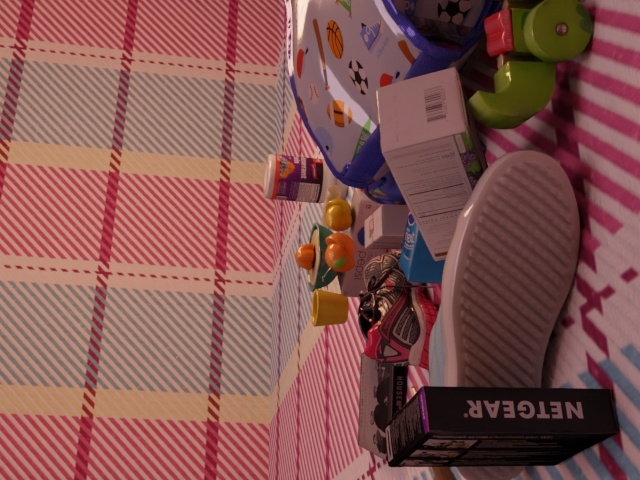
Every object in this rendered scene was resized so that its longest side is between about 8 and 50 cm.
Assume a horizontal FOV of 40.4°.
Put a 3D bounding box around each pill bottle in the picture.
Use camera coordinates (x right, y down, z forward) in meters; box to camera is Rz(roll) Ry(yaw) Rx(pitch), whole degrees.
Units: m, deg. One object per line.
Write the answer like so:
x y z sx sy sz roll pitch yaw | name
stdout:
-0.035 -0.145 2.083 0.108 0.193 0.108 -176 90 -80 | pill bottle

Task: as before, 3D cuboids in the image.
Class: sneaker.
0.108 0.096 1.379 0.299 0.112 0.121 -109 25 -68 | sneaker
0.172 0.071 0.939 0.150 0.135 0.366 -124 39 -67 | sneaker

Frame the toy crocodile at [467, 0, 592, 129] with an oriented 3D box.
0.219 -0.285 0.908 0.115 0.105 0.341 -154 69 -80 | toy crocodile

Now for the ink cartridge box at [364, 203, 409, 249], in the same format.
0.126 -0.020 1.392 0.122 0.088 0.052 136 135 -76 | ink cartridge box

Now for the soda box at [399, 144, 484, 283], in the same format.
0.166 -0.046 1.214 0.067 0.071 0.210 -107 23 -64 | soda box

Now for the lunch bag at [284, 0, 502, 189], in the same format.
0.096 -0.305 1.193 0.328 0.239 0.385 123 150 -56 | lunch bag

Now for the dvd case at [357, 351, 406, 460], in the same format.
0.107 0.289 1.547 0.238 0.029 0.179 146 128 -79 | dvd case

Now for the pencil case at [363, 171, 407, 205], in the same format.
0.117 -0.206 1.405 0.119 0.133 0.306 136 138 -55 | pencil case

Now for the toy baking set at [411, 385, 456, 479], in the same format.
0.147 0.292 0.977 0.197 0.030 0.256 69 178 -84 | toy baking set

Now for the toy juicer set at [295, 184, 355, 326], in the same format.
0.000 0.000 1.676 0.329 0.089 0.209 -102 18 -60 | toy juicer set

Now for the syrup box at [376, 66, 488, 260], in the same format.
0.143 -0.079 1.005 0.237 0.096 0.093 55 -153 -52 | syrup box

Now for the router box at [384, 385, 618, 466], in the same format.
0.163 0.176 0.812 0.133 0.179 0.046 114 156 -61 | router box

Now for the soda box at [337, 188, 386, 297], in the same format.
0.086 0.004 1.658 0.069 0.074 0.216 -100 17 -56 | soda box
